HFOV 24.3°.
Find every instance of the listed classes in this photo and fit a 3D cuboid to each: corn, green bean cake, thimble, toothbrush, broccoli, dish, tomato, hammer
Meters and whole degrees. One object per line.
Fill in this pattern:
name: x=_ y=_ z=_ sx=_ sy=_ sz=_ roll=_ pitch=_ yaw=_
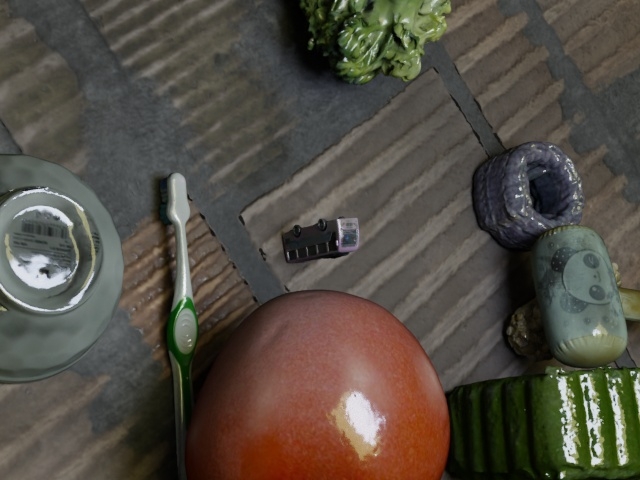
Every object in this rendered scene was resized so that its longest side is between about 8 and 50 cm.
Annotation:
corn: x=0.348 y=0.097 z=2.137 sx=0.211 sy=0.087 sz=0.087 roll=-36 pitch=99 yaw=-39
green bean cake: x=0.324 y=0.250 z=1.978 sx=0.247 sy=0.250 sz=0.156 roll=1 pitch=78 yaw=-33
thimble: x=0.299 y=-0.064 z=2.127 sx=0.150 sy=0.098 sz=0.150 roll=9 pitch=74 yaw=-32
toothbrush: x=-0.167 y=0.123 z=1.822 sx=0.042 sy=0.040 sz=0.418 roll=1 pitch=79 yaw=-34
broccoli: x=0.100 y=-0.350 z=1.978 sx=0.248 sy=0.245 sz=0.288 roll=-2 pitch=85 yaw=-42
dish: x=-0.338 y=0.020 z=1.690 sx=0.303 sy=0.120 sz=0.303 roll=8 pitch=75 yaw=-32
tomato: x=-0.005 y=0.207 z=1.740 sx=0.321 sy=0.321 sz=0.321 roll=8 pitch=75 yaw=-31
hammer: x=0.429 y=0.092 z=2.079 sx=0.305 sy=0.113 sz=0.202 roll=11 pitch=60 yaw=-34

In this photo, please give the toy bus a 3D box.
toy bus: x=0.000 y=0.000 z=1.901 sx=0.037 sy=0.130 sz=0.052 roll=-3 pitch=84 yaw=-35
